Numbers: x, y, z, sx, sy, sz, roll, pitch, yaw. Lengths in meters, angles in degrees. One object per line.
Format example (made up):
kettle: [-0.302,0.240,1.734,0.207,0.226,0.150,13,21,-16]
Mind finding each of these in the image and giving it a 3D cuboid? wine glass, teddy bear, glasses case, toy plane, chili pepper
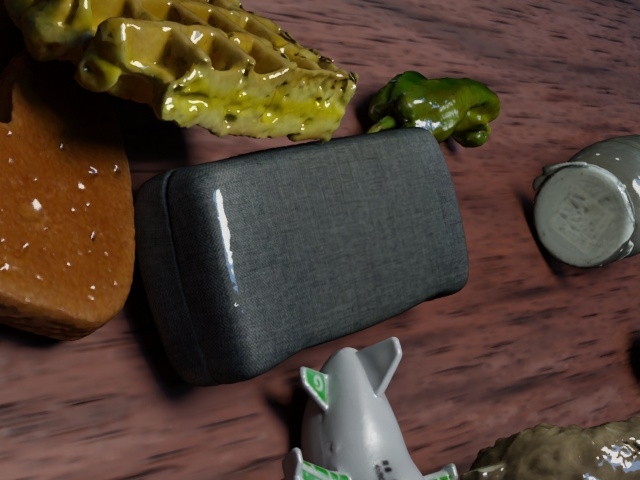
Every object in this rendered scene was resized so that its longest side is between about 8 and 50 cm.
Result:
wine glass: [0.279,-0.041,1.420,0.204,0.111,0.111,-20,86,-57]
teddy bear: [0.154,0.217,1.002,0.140,0.177,0.190,8,73,-42]
glasses case: [0.000,0.000,0.994,0.323,0.074,0.131,-16,91,-60]
toy plane: [0.031,0.150,0.945,0.174,0.080,0.174,34,45,-42]
chili pepper: [0.083,-0.101,1.207,0.204,0.072,0.073,-17,85,-59]

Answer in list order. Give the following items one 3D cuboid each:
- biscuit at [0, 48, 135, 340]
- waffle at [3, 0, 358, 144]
biscuit: [-0.176,-0.041,0.809,0.192,0.036,0.186,26,46,-47]
waffle: [-0.097,-0.120,0.895,0.160,0.055,0.211,37,20,29]
